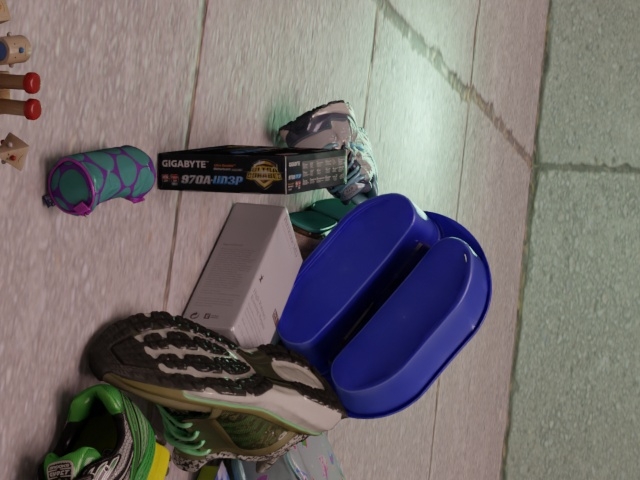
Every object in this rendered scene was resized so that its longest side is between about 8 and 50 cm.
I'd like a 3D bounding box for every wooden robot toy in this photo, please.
[{"bbox_3d":[-0.320,-0.148,1.399,0.079,0.076,0.173,-18,110,-56],"label":"wooden robot toy"}]

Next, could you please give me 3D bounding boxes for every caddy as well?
[{"bbox_3d":[0.094,0.098,2.128,0.341,0.241,0.179,-48,159,-4],"label":"caddy"}]

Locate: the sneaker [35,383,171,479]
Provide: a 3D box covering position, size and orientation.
[{"bbox_3d":[-0.269,0.308,1.560,0.146,0.134,0.344,62,28,-43],"label":"sneaker"}]

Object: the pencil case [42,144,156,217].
[{"bbox_3d":[-0.242,-0.067,1.620,0.151,0.064,0.070,-25,100,-66],"label":"pencil case"}]

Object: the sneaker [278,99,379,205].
[{"bbox_3d":[0.032,-0.125,2.215,0.283,0.110,0.122,25,41,-67],"label":"sneaker"}]

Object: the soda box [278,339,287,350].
[{"bbox_3d":[-0.013,0.136,2.269,0.169,0.060,0.053,-64,150,-45],"label":"soda box"}]

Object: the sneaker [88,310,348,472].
[{"bbox_3d":[-0.139,0.218,1.802,0.410,0.158,0.182,22,108,-47],"label":"sneaker"}]

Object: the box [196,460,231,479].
[{"bbox_3d":[-0.142,0.391,1.993,0.178,0.042,0.109,71,30,-44],"label":"box"}]

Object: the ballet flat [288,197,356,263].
[{"bbox_3d":[0.000,0.000,2.258,0.316,0.107,0.106,-13,126,-63],"label":"ballet flat"}]

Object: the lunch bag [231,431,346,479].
[{"bbox_3d":[-0.034,0.360,2.100,0.224,0.107,0.279,-81,153,-64],"label":"lunch bag"}]

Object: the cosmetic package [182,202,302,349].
[{"bbox_3d":[-0.103,0.068,1.987,0.117,0.085,0.231,73,30,-44],"label":"cosmetic package"}]

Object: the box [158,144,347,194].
[{"bbox_3d":[-0.083,-0.092,1.881,0.220,0.175,0.051,-15,107,-68],"label":"box"}]
